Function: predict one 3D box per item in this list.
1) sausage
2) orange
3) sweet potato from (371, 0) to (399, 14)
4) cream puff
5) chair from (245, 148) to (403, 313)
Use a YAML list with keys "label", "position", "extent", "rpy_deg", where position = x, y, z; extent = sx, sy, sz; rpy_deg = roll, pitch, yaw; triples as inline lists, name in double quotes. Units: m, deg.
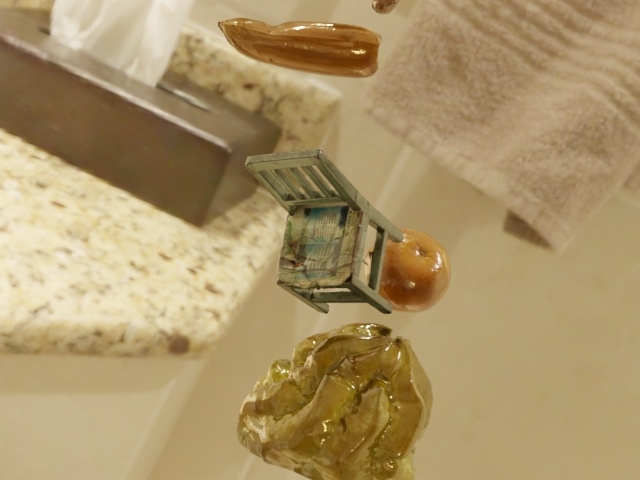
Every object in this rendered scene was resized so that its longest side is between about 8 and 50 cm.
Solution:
- label: "sausage"
  position: [-0.047, -0.423, 1.904]
  extent: [0.354, 0.116, 0.134]
  rpy_deg: [6, 24, -2]
- label: "orange"
  position: [0.154, 0.058, 1.575]
  extent: [0.159, 0.136, 0.159]
  rpy_deg: [11, 54, -16]
- label: "sweet potato"
  position: [0.116, -0.439, 1.504]
  extent: [0.058, 0.055, 0.202]
  rpy_deg: [50, 31, -24]
- label: "cream puff"
  position: [0.036, 0.249, 1.410]
  extent: [0.291, 0.257, 0.324]
  rpy_deg: [19, 0, 4]
- label: "chair"
  position: [0.000, 0.000, 1.287]
  extent: [0.136, 0.147, 0.270]
  rpy_deg: [-2, -26, 32]
